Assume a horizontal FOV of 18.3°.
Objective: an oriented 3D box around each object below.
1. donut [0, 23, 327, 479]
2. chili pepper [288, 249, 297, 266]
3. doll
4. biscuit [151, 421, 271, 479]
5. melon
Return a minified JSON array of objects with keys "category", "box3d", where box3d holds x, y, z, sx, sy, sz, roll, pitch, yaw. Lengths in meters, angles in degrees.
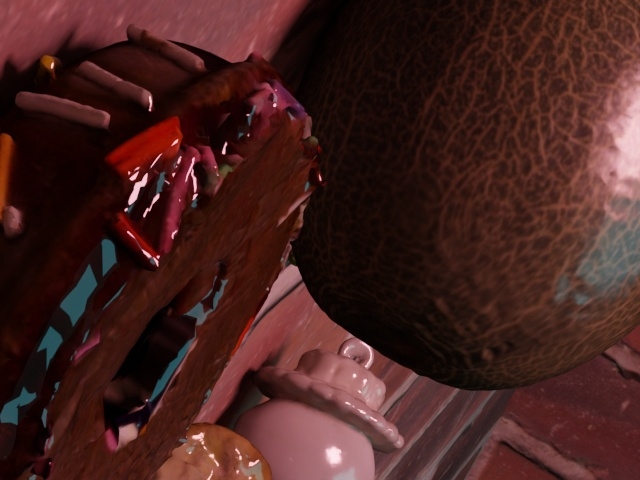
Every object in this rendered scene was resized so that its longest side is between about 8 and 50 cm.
[{"category":"donut","box3d":[-0.100,0.031,0.804,0.269,0.103,0.269,-57,170,-16]},{"category":"chili pepper","box3d":[0.001,0.000,1.343,0.083,0.017,0.030,-39,157,-56]},{"category":"doll","box3d":[-0.035,0.197,1.394,0.293,0.138,0.119,-63,-178,-16]},{"category":"biscuit","box3d":[-0.139,0.244,1.214,0.274,0.091,0.213,-50,164,-41]},{"category":"melon","box3d":[0.113,-0.068,1.082,0.301,0.237,0.237,-57,168,-16]}]
